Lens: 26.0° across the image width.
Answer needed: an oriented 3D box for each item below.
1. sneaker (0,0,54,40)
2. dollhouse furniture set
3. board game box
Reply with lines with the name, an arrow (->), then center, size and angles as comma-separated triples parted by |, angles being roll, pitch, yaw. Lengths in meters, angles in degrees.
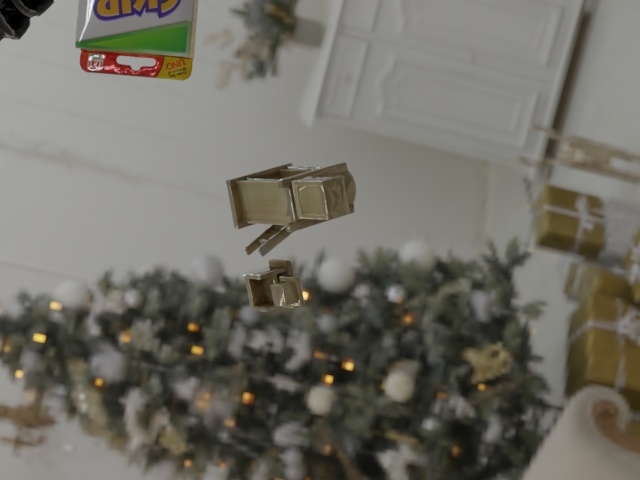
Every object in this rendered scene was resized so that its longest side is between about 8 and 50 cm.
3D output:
sneaker -> -0.132, -0.168, 0.626 | 0.125, 0.140, 0.341 | 124, 167, -80
dollhouse furniture set -> 0.000, 0.000, 1.534 | 0.182, 0.101, 0.161 | 5, 108, 53
board game box -> -0.186, -0.301, 1.452 | 0.039, 0.124, 0.259 | -48, -37, -83
